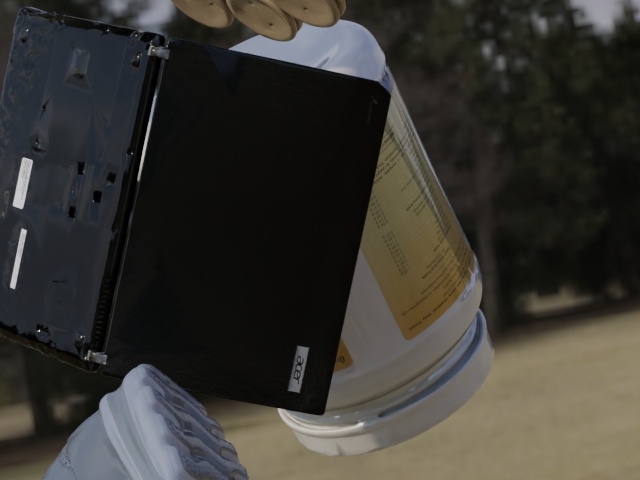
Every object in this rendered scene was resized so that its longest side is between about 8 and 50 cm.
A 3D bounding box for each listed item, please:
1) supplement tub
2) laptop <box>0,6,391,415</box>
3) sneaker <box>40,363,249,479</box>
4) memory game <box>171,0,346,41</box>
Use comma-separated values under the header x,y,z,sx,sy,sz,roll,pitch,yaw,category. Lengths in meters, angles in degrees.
x,y,z,sx,sy,sz,roll,pitch,yaw,category
0.000,0.000,1.616,0.228,0.316,0.228,-21,24,10,supplement tub
-0.109,-0.024,1.349,0.136,0.234,0.264,8,5,-45,laptop
-0.072,0.189,0.914,0.115,0.281,0.105,-40,-54,12,sneaker
-0.068,-0.147,0.818,0.186,0.012,0.186,27,-20,11,memory game
